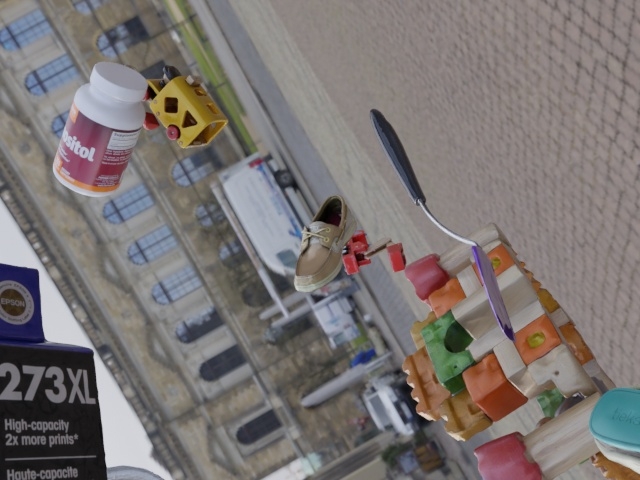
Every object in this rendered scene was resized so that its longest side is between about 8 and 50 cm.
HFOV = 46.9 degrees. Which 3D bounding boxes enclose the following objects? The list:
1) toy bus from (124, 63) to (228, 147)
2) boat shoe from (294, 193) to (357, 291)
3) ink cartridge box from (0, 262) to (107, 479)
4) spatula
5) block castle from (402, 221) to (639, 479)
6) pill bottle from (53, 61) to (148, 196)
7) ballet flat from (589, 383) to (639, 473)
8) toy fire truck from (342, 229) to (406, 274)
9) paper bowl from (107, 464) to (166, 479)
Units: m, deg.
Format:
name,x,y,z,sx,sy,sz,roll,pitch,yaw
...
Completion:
name,x,y,z,sx,sy,sz,roll,pitch,yaw
toy bus,-0.274,-0.280,1.453,0.202,0.104,0.191,31,-150,-36
boat shoe,0.000,0.000,0.756,0.135,0.050,0.045,-66,-38,-53
ink cartridge box,-0.207,0.161,0.425,0.175,0.069,0.371,19,-132,-53
spatula,0.123,-0.028,0.768,0.296,0.030,0.084,59,-167,24
block castle,0.275,0.210,1.020,0.303,0.213,0.453,45,-162,-29
pill bottle,-0.266,-0.136,0.901,0.086,0.152,0.086,22,-151,-13
ballet flat,0.268,0.144,0.476,0.086,0.086,0.248,61,174,-3
toy fire truck,0.111,0.021,1.603,0.192,0.135,0.047,-91,-16,-68
paper bowl,-0.308,0.460,1.042,0.284,0.284,0.148,58,176,45
